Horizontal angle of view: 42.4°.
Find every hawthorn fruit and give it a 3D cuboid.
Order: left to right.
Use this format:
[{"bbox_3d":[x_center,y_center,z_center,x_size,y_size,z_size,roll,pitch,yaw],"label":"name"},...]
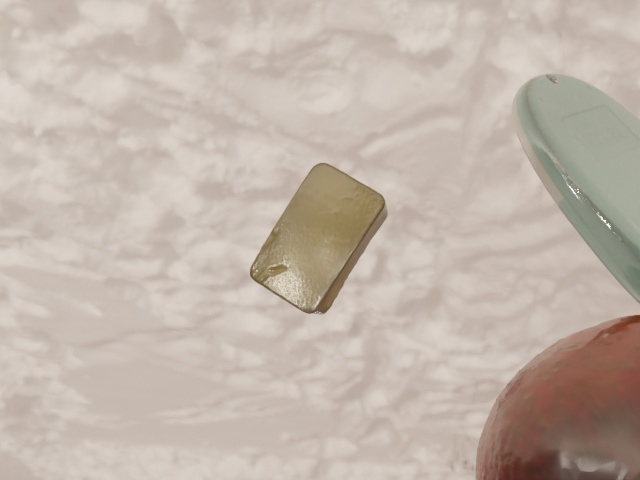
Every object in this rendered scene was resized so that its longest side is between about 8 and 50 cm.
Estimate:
[{"bbox_3d":[0.209,0.141,0.513,0.215,0.250,0.215,15,122,25],"label":"hawthorn fruit"}]

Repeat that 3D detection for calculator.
[{"bbox_3d":[0.271,-0.026,0.681,0.184,0.295,0.042,-21,158,-44],"label":"calculator"}]

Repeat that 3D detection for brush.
[{"bbox_3d":[0.000,0.000,1.170,0.123,0.197,0.059,32,178,22],"label":"brush"}]
